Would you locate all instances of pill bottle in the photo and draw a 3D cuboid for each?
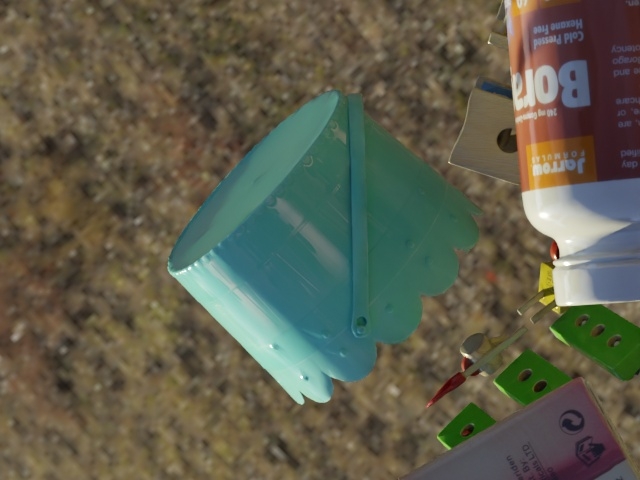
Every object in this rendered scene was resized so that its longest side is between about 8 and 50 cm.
[{"bbox_3d":[0.179,-0.071,1.057,0.121,0.121,0.216,-7,87,43],"label":"pill bottle"}]

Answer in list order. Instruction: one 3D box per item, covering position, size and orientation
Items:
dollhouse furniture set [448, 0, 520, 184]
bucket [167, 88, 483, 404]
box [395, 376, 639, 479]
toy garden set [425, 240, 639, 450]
[{"bbox_3d":[0.199,-0.139,1.446,0.129,0.129,0.184,18,102,4],"label":"dollhouse furniture set"},{"bbox_3d":[0.000,0.000,1.670,0.183,0.281,0.281,43,140,-14],"label":"bucket"},{"bbox_3d":[0.093,0.197,1.057,0.127,0.232,0.148,61,-176,14],"label":"box"},{"bbox_3d":[0.202,0.101,1.500,0.049,0.244,0.204,50,174,-27],"label":"toy garden set"}]
